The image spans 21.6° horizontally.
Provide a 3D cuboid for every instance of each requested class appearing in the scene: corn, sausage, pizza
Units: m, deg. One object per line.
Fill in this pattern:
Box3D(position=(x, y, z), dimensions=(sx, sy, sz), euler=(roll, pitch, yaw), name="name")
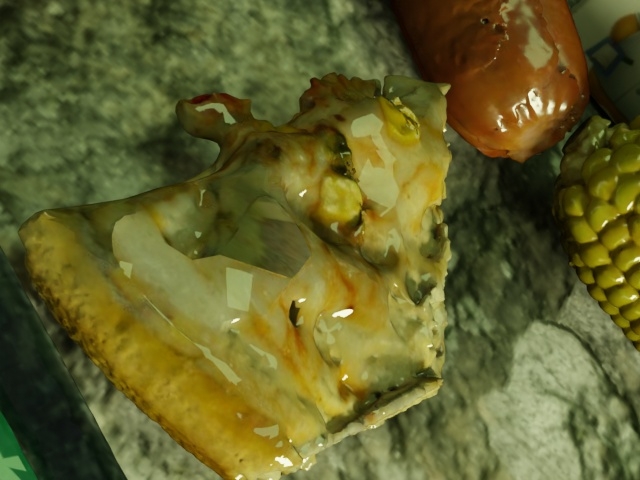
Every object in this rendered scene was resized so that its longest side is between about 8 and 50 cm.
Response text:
Box3D(position=(0.269, 0.070, 0.963), dimensions=(0.363, 0.120, 0.120), euler=(47, 42, -4), name="corn")
Box3D(position=(0.070, -0.199, 1.011), dimensions=(0.102, 0.102, 0.330), euler=(0, 60, -40), name="sausage")
Box3D(position=(0.000, 0.000, 0.825), dimensions=(0.189, 0.071, 0.297), euler=(52, 42, 6), name="pizza")

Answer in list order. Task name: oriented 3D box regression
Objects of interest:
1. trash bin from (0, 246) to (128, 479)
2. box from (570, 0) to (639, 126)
Box3D(position=(-0.231, 0.141, 0.398), dimensions=(0.381, 0.259, 0.295), euler=(-19, 73, -43), name="trash bin")
Box3D(position=(0.340, -0.159, 1.023), dimensions=(0.225, 0.341, 0.143), euler=(51, 43, 3), name="box")
